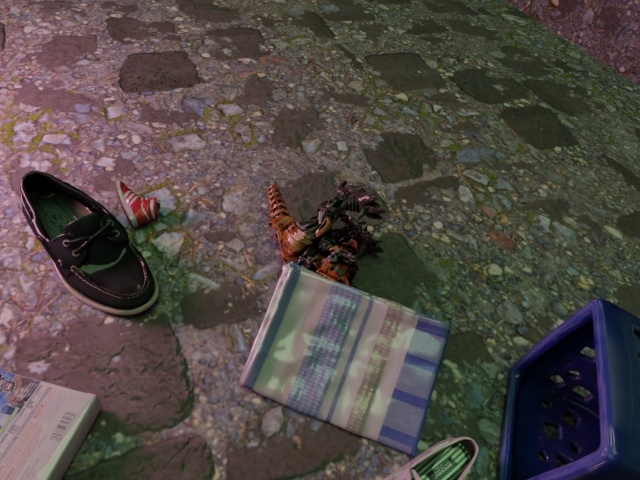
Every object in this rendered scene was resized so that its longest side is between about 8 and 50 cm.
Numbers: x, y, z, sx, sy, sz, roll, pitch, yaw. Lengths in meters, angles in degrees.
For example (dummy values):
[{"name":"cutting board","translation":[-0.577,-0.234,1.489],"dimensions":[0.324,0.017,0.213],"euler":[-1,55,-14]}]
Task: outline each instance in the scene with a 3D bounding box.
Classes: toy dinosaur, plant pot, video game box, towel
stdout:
[{"name":"toy dinosaur","translation":[0.000,0.000,0.823],"dimensions":[0.218,0.164,0.322],"euler":[-32,81,-14]},{"name":"plant pot","translation":[0.397,0.259,0.600],"dimensions":[0.212,0.236,0.236],"euler":[25,48,5]},{"name":"video game box","translation":[-0.414,0.270,0.557],"dimensions":[0.187,0.048,0.205],"euler":[16,47,1]},{"name":"towel","translation":[0.039,0.172,0.686],"dimensions":[0.285,0.034,0.209],"euler":[20,74,7]}]

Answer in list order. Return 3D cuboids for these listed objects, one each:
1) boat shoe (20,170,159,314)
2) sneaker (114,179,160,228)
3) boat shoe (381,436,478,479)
[{"name":"boat shoe","translation":[-0.404,-0.010,0.770],"dimensions":[0.127,0.113,0.340],"euler":[-31,60,-33]},{"name":"sneaker","translation":[-0.359,-0.080,0.890],"dimensions":[0.067,0.042,0.118],"euler":[-23,63,-23]},{"name":"boat shoe","translation":[0.119,0.327,0.584],"dimensions":[0.226,0.076,0.083],"euler":[-31,60,-32]}]
